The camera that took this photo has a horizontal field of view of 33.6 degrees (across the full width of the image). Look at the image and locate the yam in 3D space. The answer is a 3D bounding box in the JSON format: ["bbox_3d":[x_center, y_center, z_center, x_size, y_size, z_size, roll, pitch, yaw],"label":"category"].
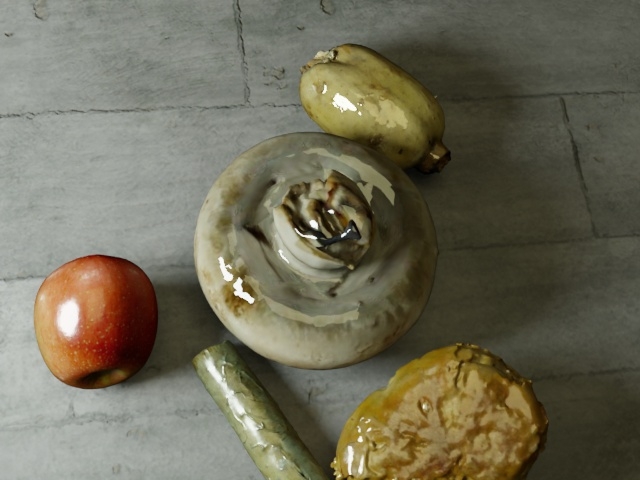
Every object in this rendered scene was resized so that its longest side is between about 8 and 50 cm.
[{"bbox_3d":[-0.058,0.305,1.517,0.083,0.083,0.371,-34,77,-21],"label":"yam"}]

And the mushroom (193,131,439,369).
[{"bbox_3d":[0.000,0.000,1.531,0.362,0.295,0.362,3,67,-7],"label":"mushroom"}]

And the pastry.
[{"bbox_3d":[0.168,0.296,1.514,0.311,0.162,0.255,-35,88,-11],"label":"pastry"}]

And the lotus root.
[{"bbox_3d":[0.092,-0.209,1.717,0.284,0.146,0.160,41,85,4],"label":"lotus root"}]

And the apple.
[{"bbox_3d":[-0.313,0.112,1.489,0.181,0.181,0.168,-7,66,-13],"label":"apple"}]
